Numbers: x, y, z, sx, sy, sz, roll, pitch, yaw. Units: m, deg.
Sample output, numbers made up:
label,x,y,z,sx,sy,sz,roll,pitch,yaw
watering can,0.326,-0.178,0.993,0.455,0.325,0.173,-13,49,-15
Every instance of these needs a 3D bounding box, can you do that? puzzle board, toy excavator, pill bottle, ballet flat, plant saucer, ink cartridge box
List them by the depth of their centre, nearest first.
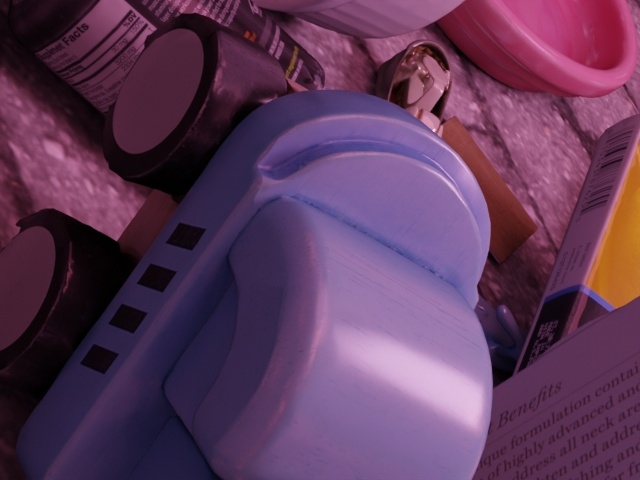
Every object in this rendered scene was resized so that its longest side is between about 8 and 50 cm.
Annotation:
label,x,y,z,sx,sy,sz,roll,pitch,yaw
toy excavator,-0.032,0.148,1.021,0.222,0.433,0.445,30,10,-35
pill bottle,-0.123,-0.149,1.316,0.246,0.130,0.130,42,33,-20
ink cartridge box,0.314,0.101,1.577,0.307,0.072,0.303,36,54,-17
ballet flat,0.073,-0.100,1.597,0.072,0.068,0.213,37,34,-19
puzzle board,0.136,-0.045,1.685,0.128,0.011,0.096,53,32,1
plant saucer,0.180,-0.272,1.903,0.332,0.084,0.332,34,35,-29

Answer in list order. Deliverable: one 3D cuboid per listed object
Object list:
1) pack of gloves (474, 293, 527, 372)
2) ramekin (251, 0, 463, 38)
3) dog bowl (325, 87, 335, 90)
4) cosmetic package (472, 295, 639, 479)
label,x,y,z,sx,sy,sz,roll,pitch,yaw
pack of gloves,0.176,0.133,1.528,0.232,0.046,0.195,38,33,-24
ramekin,0.034,-0.298,1.555,0.135,0.277,0.277,23,41,-52
dog bowl,0.000,0.000,1.393,0.166,0.074,0.297,41,33,-21
cosmetic package,0.280,0.276,1.247,0.327,0.329,0.393,36,35,-27
